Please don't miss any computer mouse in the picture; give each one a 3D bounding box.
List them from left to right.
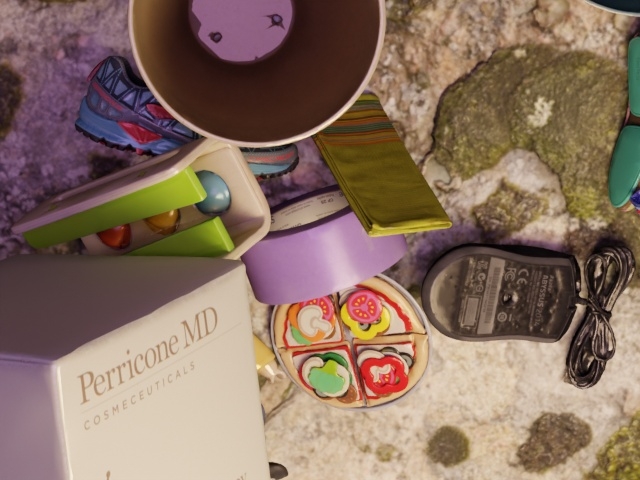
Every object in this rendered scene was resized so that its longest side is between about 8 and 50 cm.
[{"bbox_3d":[0.239,0.072,1.803,0.272,0.072,0.188,11,101,-20],"label":"computer mouse"}]

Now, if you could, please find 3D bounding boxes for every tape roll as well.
[{"bbox_3d":[0.000,0.000,1.697,0.189,0.189,0.080,-20,103,-1],"label":"tape roll"}]

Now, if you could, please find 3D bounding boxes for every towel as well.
[{"bbox_3d":[0.059,-0.091,1.663,0.102,0.237,0.021,-8,134,-19],"label":"towel"}]

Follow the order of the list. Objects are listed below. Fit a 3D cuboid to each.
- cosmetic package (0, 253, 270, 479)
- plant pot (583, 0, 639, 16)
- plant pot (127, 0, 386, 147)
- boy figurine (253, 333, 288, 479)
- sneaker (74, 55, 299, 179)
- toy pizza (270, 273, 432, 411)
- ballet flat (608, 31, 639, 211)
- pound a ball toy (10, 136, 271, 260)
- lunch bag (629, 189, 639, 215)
[{"bbox_3d":[-0.271,0.244,1.507,0.327,0.329,0.393,2,106,30],"label":"cosmetic package"},{"bbox_3d":[0.339,-0.401,1.634,0.290,0.195,0.290,-1,102,-5],"label":"plant pot"},{"bbox_3d":[-0.078,-0.245,1.588,0.256,0.274,0.256,-1,101,-7],"label":"plant pot"},{"bbox_3d":[-0.118,0.156,1.752,0.177,0.092,0.285,-9,84,-37],"label":"boy figurine"},{"bbox_3d":[-0.144,-0.145,1.696,0.262,0.104,0.125,14,98,-9],"label":"sneaker"},{"bbox_3d":[0.034,0.123,1.771,0.201,0.032,0.201,6,116,13],"label":"toy pizza"},{"bbox_3d":[0.401,-0.142,1.769,0.079,0.077,0.221,-1,103,-25],"label":"ballet flat"},{"bbox_3d":[-0.197,0.019,1.675,0.319,0.136,0.208,-18,107,37],"label":"pound a ball toy"},{"bbox_3d":[0.554,-0.051,1.761,0.293,0.138,0.221,-42,122,-6],"label":"lunch bag"}]
